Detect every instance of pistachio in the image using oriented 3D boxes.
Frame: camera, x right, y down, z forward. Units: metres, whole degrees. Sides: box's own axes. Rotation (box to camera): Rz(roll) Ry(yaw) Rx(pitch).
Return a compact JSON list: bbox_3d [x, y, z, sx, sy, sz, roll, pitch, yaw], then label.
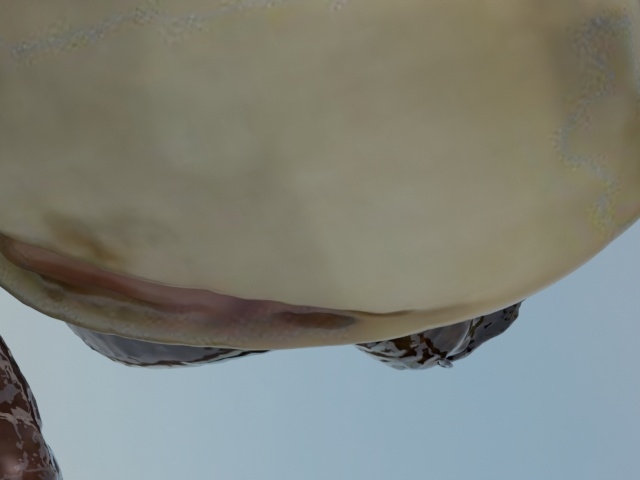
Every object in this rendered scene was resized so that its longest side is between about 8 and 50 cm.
[{"bbox_3d":[-0.013,-0.050,0.749,0.187,0.299,0.188,-5,90,-79],"label":"pistachio"}]

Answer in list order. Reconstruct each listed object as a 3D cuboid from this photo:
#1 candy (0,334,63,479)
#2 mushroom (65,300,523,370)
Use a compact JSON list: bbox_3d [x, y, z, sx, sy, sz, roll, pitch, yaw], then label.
[{"bbox_3d":[-0.200,0.118,0.820,0.214,0.157,0.289,-46,-119,39],"label":"candy"},{"bbox_3d":[-0.021,-0.004,1.305,0.334,0.331,0.356,-79,165,-58],"label":"mushroom"}]
